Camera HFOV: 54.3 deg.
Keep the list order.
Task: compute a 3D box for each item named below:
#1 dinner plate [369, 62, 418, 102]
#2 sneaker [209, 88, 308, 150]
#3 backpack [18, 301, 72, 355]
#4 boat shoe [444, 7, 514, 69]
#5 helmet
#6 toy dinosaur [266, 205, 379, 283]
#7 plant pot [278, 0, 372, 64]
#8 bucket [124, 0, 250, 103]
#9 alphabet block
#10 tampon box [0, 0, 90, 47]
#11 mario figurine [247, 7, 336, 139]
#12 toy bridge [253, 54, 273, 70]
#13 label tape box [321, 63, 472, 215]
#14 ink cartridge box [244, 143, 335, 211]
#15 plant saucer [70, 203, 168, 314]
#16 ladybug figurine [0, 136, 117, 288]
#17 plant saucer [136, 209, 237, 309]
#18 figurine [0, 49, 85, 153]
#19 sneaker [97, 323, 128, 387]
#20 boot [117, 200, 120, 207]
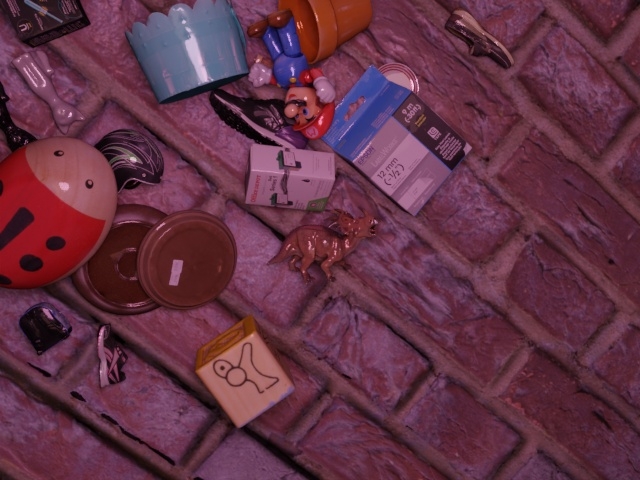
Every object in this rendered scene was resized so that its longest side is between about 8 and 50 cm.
[{"bbox_3d":[0.204,-0.422,1.740,0.141,0.017,0.141,-1,97,-9],"label":"dinner plate"},{"bbox_3d":[-0.156,-0.334,1.664,0.283,0.107,0.124,33,75,-15],"label":"sneaker"},{"bbox_3d":[-0.723,0.221,1.636,0.105,0.084,0.114,-34,105,-3],"label":"backpack"},{"bbox_3d":[0.438,-0.546,1.735,0.223,0.080,0.073,41,95,-7],"label":"boat shoe"},{"bbox_3d":[-0.484,-0.199,1.582,0.162,0.169,0.169,-28,102,12],"label":"helmet"},{"bbox_3d":[0.000,0.000,1.694,0.296,0.127,0.200,-2,109,-5],"label":"toy dinosaur"},{"bbox_3d":[0.022,-0.582,1.609,0.188,0.205,0.205,-26,101,-22],"label":"plant pot"},{"bbox_3d":[-0.313,-0.457,1.524,0.281,0.281,0.183,-20,102,-6],"label":"bucket"},{"bbox_3d":[-0.204,0.347,1.686,0.192,0.193,0.197,-33,101,-5],"label":"alphabet block"},{"bbox_3d":[-0.672,-0.564,1.530,0.161,0.101,0.120,-23,100,-5],"label":"tampon box"},{"bbox_3d":[-0.077,-0.396,1.549,0.170,0.198,0.320,-27,104,-4],"label":"mario figurine"},{"bbox_3d":[-0.089,-0.445,1.663,0.188,0.063,0.026,22,94,-8],"label":"toy bridge"},{"bbox_3d":[0.198,-0.271,1.701,0.348,0.115,0.249,39,93,-16],"label":"label tape box"},{"bbox_3d":[-0.085,-0.162,1.646,0.220,0.160,0.092,5,59,-10],"label":"ink cartridge box"},{"bbox_3d":[-0.494,0.059,1.636,0.311,0.050,0.310,-6,107,-19],"label":"plant saucer"},{"bbox_3d":[-0.680,-0.047,1.476,0.305,0.162,0.449,42,105,-7],"label":"ladybug figurine"},{"bbox_3d":[-0.343,0.057,1.650,0.278,0.041,0.277,-10,110,-29],"label":"plant saucer"},{"bbox_3d":[-0.732,-0.337,1.567,0.215,0.092,0.209,-33,109,-5],"label":"figurine"},{"bbox_3d":[-0.563,0.306,1.692,0.077,0.072,0.178,-4,106,-21],"label":"sneaker"},{"bbox_3d":[-0.640,-0.122,1.610,0.179,0.085,0.236,-31,101,-9],"label":"boot"}]
